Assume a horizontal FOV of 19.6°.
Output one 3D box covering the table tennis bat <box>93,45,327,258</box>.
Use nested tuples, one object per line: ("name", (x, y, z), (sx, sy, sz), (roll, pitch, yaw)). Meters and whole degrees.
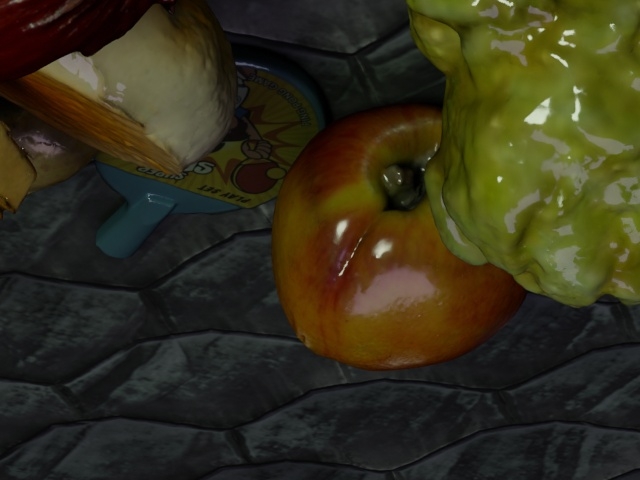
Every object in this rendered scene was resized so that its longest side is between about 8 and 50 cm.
("table tennis bat", (-0.126, -0.077, 1.758), (0.215, 0.044, 0.329), (17, 141, -26))

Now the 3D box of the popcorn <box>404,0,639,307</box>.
("popcorn", (0.228, -0.110, 1.472), (0.292, 0.334, 0.294), (-19, -168, -41))

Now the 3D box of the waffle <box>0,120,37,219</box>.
("waffle", (-0.370, -0.148, 1.408), (0.098, 0.328, 0.224), (-46, 144, -7))

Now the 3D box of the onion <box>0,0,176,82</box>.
("onion", (-0.215, -0.290, 1.179), (0.341, 0.341, 0.341), (-1, 147, 0))

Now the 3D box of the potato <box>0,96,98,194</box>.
("potato", (-0.279, -0.088, 1.695), (0.170, 0.080, 0.107), (-17, 148, 35))

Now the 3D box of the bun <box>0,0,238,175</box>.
("bun", (-0.186, -0.185, 1.441), (0.299, 0.164, 0.299), (27, 173, 4))

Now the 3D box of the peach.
("peach", (0.075, 0.007, 1.707), (0.238, 0.281, 0.281), (39, 152, 20))
